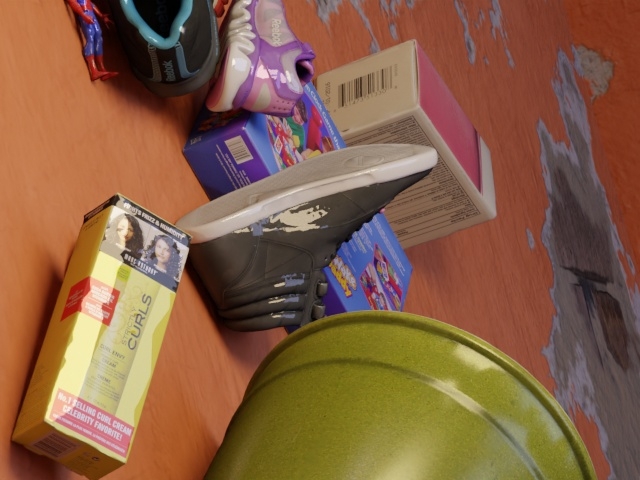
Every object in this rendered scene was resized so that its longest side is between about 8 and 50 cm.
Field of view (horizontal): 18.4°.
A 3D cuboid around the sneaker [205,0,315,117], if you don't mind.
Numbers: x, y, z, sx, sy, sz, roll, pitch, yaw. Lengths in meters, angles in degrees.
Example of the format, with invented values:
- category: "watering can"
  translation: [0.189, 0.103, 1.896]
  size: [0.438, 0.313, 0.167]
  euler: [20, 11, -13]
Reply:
- category: "sneaker"
  translation: [-0.056, -0.205, 2.096]
  size: [0.104, 0.095, 0.236]
  euler: [17, 38, -10]

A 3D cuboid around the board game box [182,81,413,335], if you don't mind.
- category: "board game box"
  translation: [-0.017, -0.030, 2.214]
  size: [0.347, 0.078, 0.233]
  euler: [61, 24, -24]

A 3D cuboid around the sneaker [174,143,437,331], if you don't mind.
- category: "sneaker"
  translation: [0.000, 0.000, 2.043]
  size: [0.104, 0.295, 0.147]
  euler: [22, -49, 62]

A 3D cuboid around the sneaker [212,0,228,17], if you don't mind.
- category: "sneaker"
  translation: [-0.159, -0.343, 2.118]
  size: [0.092, 0.088, 0.225]
  euler: [8, 65, -65]

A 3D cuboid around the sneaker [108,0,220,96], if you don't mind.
- category: "sneaker"
  translation: [-0.169, -0.322, 1.977]
  size: [0.139, 0.125, 0.341]
  euler: [77, -2, -79]

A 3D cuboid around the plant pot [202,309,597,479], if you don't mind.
- category: "plant pot"
  translation: [0.017, 0.305, 1.715]
  size: [0.366, 0.366, 0.353]
  euler: [65, 34, -16]

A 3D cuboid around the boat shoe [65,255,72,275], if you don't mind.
- category: "boat shoe"
  translation: [-0.189, 0.060, 1.750]
  size: [0.059, 0.063, 0.170]
  euler: [49, 39, -49]

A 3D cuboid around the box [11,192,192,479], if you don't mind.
- category: "box"
  translation: [-0.181, 0.079, 1.654]
  size: [0.087, 0.058, 0.232]
  euler: [32, 52, -23]

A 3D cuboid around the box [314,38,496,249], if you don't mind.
- category: "box"
  translation: [0.107, -0.118, 2.493]
  size: [0.232, 0.148, 0.127]
  euler: [52, 28, -42]

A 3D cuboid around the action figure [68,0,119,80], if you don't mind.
- category: "action figure"
  translation: [-0.226, -0.215, 1.931]
  size: [0.038, 0.030, 0.115]
  euler: [-15, 85, -64]
